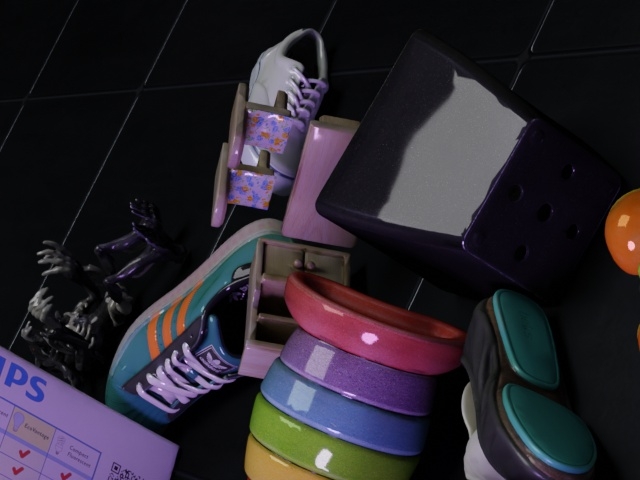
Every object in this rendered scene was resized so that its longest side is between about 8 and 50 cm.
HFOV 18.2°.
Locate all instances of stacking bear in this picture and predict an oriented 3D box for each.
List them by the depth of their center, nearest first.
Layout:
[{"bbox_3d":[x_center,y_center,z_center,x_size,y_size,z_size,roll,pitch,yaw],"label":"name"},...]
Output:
[{"bbox_3d":[0.004,0.195,1.743,0.164,0.175,0.289,-46,-24,-83],"label":"stacking bear"}]

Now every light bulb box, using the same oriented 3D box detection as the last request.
[{"bbox_3d":[-0.385,0.318,2.086,0.225,0.358,0.361,-26,40,47],"label":"light bulb box"}]

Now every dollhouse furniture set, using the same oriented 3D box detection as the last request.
[{"bbox_3d":[0.000,0.000,1.912,0.161,0.212,0.242,-88,11,-49],"label":"dollhouse furniture set"}]

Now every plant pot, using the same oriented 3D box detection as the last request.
[{"bbox_3d":[0.144,-0.046,1.736,0.167,0.187,0.188,30,89,53],"label":"plant pot"}]

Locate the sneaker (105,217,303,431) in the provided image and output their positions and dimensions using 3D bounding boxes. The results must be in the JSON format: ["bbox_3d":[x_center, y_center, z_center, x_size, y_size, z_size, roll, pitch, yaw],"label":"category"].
[{"bbox_3d":[-0.128,0.111,2.131,0.302,0.108,0.121,-48,23,20],"label":"sneaker"}]

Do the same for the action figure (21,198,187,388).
[{"bbox_3d":[-0.294,0.069,2.452,0.276,0.141,0.164,-47,29,17],"label":"action figure"}]

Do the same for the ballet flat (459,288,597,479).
[{"bbox_3d":[0.160,0.144,1.600,0.096,0.095,0.280,-60,13,23],"label":"ballet flat"}]

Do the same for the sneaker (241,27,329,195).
[{"bbox_3d":[-0.039,-0.157,2.279,0.091,0.094,0.258,-48,26,32],"label":"sneaker"}]

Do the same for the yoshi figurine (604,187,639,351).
[{"bbox_3d":[0.280,0.110,1.309,0.203,0.203,0.362,-68,24,20],"label":"yoshi figurine"}]
